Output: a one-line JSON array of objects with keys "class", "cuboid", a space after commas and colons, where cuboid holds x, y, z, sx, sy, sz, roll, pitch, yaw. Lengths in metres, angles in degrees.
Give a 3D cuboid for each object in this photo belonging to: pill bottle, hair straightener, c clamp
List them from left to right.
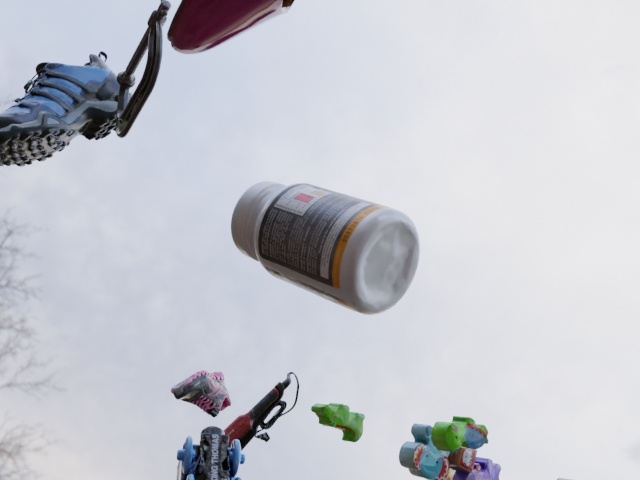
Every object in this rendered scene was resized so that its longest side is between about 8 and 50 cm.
[{"class": "c clamp", "cuboid": [-0.195, -0.194, 0.875, 0.022, 0.137, 0.160, 10, -39, -30]}, {"class": "hair straightener", "cuboid": [-0.121, 0.350, 1.555, 0.047, 0.230, 0.089, 25, -28, 38]}, {"class": "pill bottle", "cuboid": [0.000, 0.000, 1.224, 0.278, 0.162, 0.162, 21, -31, 41]}]

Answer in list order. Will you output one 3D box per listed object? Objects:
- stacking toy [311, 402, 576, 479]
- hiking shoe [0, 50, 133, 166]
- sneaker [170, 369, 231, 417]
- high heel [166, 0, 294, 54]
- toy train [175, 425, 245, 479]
[{"class": "stacking toy", "cuboid": [0.118, 0.208, 0.728, 0.221, 0.052, 0.167, 35, -26, -32]}, {"class": "hiking shoe", "cuboid": [-0.431, -0.207, 1.252, 0.113, 0.304, 0.132, -35, -93, 38]}, {"class": "sneaker", "cuboid": [-0.149, 0.201, 1.034, 0.047, 0.057, 0.119, -30, -16, 14]}, {"class": "high heel", "cuboid": [0.055, -0.222, 0.623, 0.377, 0.127, 0.181, -34, -76, 24]}, {"class": "toy train", "cuboid": [-0.125, 0.298, 0.881, 0.080, 0.184, 0.105, 8, -50, -13]}]
